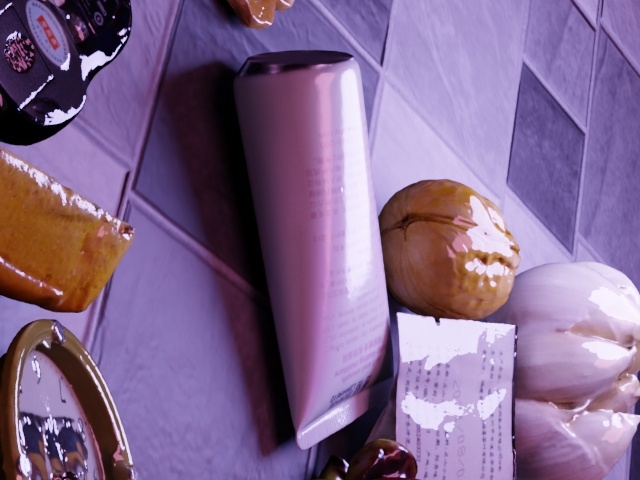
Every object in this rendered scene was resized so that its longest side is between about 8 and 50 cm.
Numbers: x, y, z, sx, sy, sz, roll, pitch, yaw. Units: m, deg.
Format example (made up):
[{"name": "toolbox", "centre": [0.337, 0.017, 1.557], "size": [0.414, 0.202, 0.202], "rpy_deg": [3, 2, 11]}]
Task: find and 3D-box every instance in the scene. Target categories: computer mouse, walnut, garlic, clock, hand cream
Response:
[{"name": "computer mouse", "centre": [-0.230, -0.156, 1.254], "size": [0.137, 0.096, 0.233], "rpy_deg": [69, 28, -21]}, {"name": "walnut", "centre": [0.131, 0.013, 1.695], "size": [0.180, 0.144, 0.144], "rpy_deg": [19, 65, -55]}, {"name": "garlic", "centre": [0.267, 0.129, 1.807], "size": [0.185, 0.203, 0.281], "rpy_deg": [57, 41, -27]}, {"name": "clock", "centre": [-0.196, 0.174, 1.210], "size": [0.237, 0.057, 0.237], "rpy_deg": [-15, 90, -80]}, {"name": "hand cream", "centre": [0.000, 0.000, 1.553], "size": [0.185, 0.118, 0.359], "rpy_deg": [-23, 107, -58]}]

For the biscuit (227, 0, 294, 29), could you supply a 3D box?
[{"name": "biscuit", "centre": [-0.063, -0.288, 1.595], "size": [0.133, 0.027, 0.184], "rpy_deg": [40, 49, -43]}]

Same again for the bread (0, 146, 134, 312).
[{"name": "bread", "centre": [-0.236, -0.022, 1.181], "size": [0.094, 0.102, 0.245], "rpy_deg": [-56, 145, 0]}]

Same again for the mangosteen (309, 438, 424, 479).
[{"name": "mangosteen", "centre": [0.052, 0.287, 1.467], "size": [0.215, 0.215, 0.257], "rpy_deg": [40, 22, -44]}]

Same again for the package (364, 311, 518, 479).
[{"name": "package", "centre": [0.126, 0.204, 1.658], "size": [0.204, 0.062, 0.251], "rpy_deg": [8, 94, -50]}]
